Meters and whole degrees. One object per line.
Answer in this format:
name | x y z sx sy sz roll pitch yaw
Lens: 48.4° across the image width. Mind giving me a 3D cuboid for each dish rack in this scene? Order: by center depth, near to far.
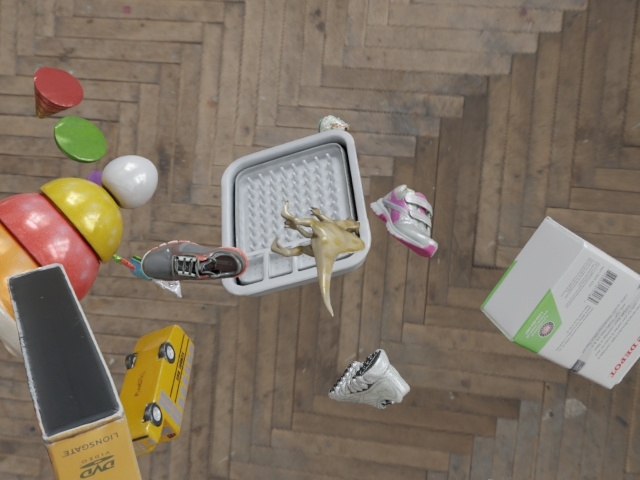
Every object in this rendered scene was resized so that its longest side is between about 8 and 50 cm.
dish rack | -0.047 -0.046 1.358 0.285 0.072 0.333 -16 53 13

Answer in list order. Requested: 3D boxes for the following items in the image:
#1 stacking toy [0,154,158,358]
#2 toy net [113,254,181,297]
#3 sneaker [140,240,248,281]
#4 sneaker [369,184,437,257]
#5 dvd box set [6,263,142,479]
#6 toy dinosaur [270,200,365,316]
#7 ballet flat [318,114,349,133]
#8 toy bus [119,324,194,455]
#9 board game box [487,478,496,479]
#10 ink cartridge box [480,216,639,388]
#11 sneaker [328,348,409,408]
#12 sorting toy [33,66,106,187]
stacking toy | -0.544 -0.013 1.523 0.480 0.350 0.351 -41 87 -20
toy net | -0.431 0.081 1.819 0.232 0.122 0.045 20 70 38
sneaker | -0.185 0.032 1.042 0.157 0.065 0.061 -4 96 -7
sneaker | 0.210 -0.056 1.667 0.103 0.252 0.111 33 104 -37
dvd box set | -0.210 0.267 0.695 0.062 0.307 0.421 -16 117 -22
toy dinosaur | 0.000 0.000 0.729 0.092 0.183 0.053 17 117 4
ballet flat | 0.031 -0.190 1.768 0.077 0.091 0.241 14 122 22
toy bus | -0.373 0.339 1.600 0.108 0.333 0.130 -19 125 13
board game box | 0.196 0.226 0.516 0.186 0.026 0.126 9 134 0
ink cartridge box | 0.447 0.113 1.226 0.272 0.115 0.198 27 104 -29
sneaker | 0.107 0.340 1.639 0.118 0.292 0.110 41 66 -2
sorting toy | -0.609 -0.234 1.715 0.126 0.127 0.366 -37 73 37
